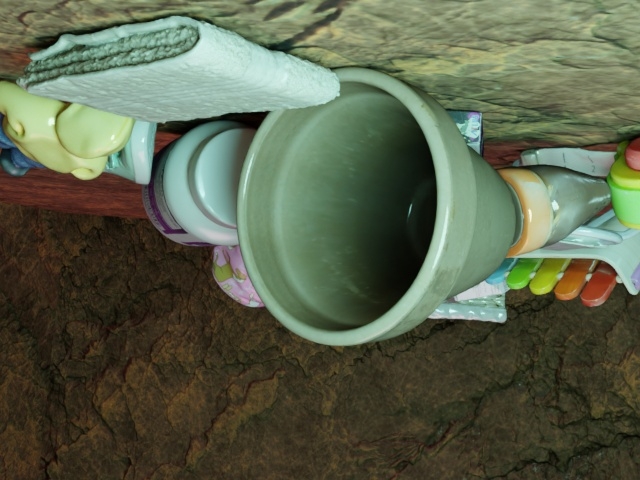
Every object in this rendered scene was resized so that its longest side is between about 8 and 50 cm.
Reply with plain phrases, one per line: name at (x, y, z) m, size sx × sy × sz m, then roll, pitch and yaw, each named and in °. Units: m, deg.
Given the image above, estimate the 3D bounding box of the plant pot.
plant pot at (0.084, -0.026, 0.924) m, size 0.263 × 0.263 × 0.229 m, roll 3°, pitch 178°, yaw 42°

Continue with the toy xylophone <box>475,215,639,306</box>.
toy xylophone at (0.418, 0.007, 1.549) m, size 0.323 × 0.081 × 0.236 m, roll 7°, pitch -140°, yaw 48°

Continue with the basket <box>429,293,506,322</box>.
basket at (0.289, 0.062, 2.291) m, size 0.328 × 0.266 × 0.331 m, roll 5°, pitch 177°, yaw -1°

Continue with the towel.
towel at (-0.140, -0.156, 0.856) m, size 0.282 × 0.049 × 0.187 m, roll 2°, pitch 177°, yaw 40°

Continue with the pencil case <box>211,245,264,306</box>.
pencil case at (-0.028, -0.011, 1.407) m, size 0.160 × 0.167 × 0.386 m, roll -24°, pitch 175°, yaw -37°

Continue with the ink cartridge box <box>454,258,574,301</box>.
ink cartridge box at (0.359, 0.017, 1.724) m, size 0.232 × 0.066 × 0.189 m, roll -7°, pitch -140°, yaw 8°

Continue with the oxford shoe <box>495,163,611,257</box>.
oxford shoe at (0.222, -0.033, 1.144) m, size 0.133 × 0.129 × 0.364 m, roll -12°, pitch -174°, yaw -17°

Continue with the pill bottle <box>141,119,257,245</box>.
pill bottle at (-0.143, -0.076, 1.249) m, size 0.169 × 0.169 × 0.301 m, roll 6°, pitch 178°, yaw -20°

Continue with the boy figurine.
boy figurine at (-0.327, -0.138, 1.094) m, size 0.285 × 0.092 × 0.177 m, roll -2°, pitch 145°, yaw 47°

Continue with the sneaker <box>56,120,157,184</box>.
sneaker at (-0.303, -0.130, 1.223) m, size 0.151 × 0.094 × 0.256 m, roll 9°, pitch 175°, yaw -16°

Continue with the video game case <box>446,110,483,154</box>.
video game case at (0.095, -0.123, 1.117) m, size 0.210 × 0.041 × 0.232 m, roll 4°, pitch 177°, yaw 12°

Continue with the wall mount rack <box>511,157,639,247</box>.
wall mount rack at (0.391, -0.049, 1.349) m, size 0.304 × 0.130 × 0.350 m, roll 9°, pitch 178°, yaw -8°

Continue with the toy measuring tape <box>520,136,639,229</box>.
toy measuring tape at (0.343, -0.067, 1.059) m, size 0.121 × 0.121 × 0.330 m, roll 7°, pitch -178°, yaw -38°
